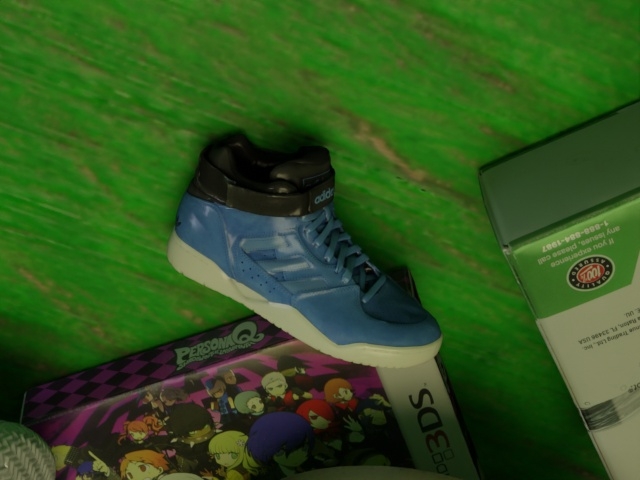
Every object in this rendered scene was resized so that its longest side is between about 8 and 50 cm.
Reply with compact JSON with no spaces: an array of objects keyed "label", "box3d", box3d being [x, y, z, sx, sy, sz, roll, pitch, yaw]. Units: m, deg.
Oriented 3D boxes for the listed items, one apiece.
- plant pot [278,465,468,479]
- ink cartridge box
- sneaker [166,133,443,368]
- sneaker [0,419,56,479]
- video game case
[{"label":"plant pot","box3d":[0.037,0.283,0.687,0.284,0.191,0.284,12,128,15]},{"label":"ink cartridge box","box3d":[0.194,0.034,0.718,0.153,0.087,0.208,-23,120,8]},{"label":"sneaker","box3d":[0.000,0.000,0.680,0.152,0.058,0.084,26,118,13]},{"label":"sneaker","box3d":[-0.229,0.164,0.761,0.153,0.101,0.268,23,141,10]},{"label":"video game case","box3d":[-0.025,0.141,0.791,0.232,0.042,0.210,-18,120,6]}]
